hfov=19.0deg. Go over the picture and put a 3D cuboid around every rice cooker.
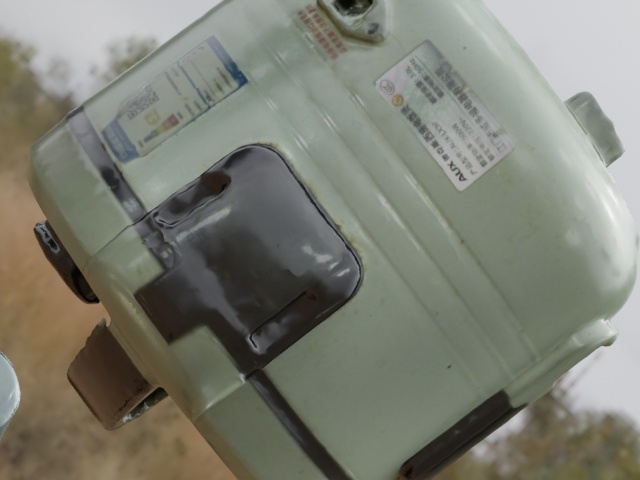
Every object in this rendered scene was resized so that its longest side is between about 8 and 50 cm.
[{"bbox_3d":[0.000,0.000,0.819,0.226,0.244,0.226,56,0,1],"label":"rice cooker"}]

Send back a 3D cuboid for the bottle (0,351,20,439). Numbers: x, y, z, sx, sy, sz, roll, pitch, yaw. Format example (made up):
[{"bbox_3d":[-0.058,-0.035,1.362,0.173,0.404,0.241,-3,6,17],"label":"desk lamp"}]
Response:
[{"bbox_3d":[-0.297,0.176,1.416,0.082,0.082,0.286,42,-43,7],"label":"bottle"}]
